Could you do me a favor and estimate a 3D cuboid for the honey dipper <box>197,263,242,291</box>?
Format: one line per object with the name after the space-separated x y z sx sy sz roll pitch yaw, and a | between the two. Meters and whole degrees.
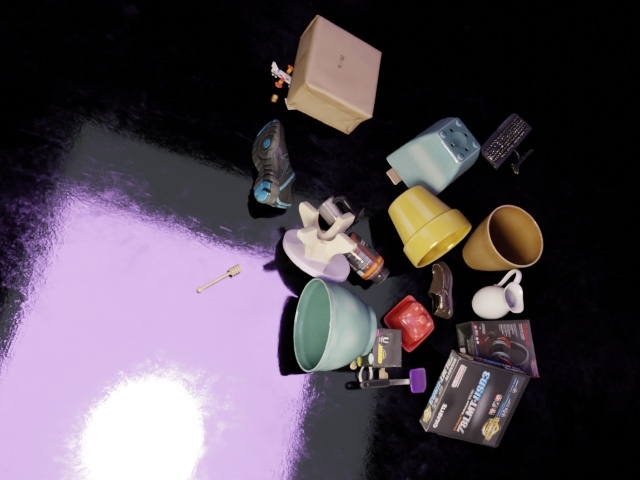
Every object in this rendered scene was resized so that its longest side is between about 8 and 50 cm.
-0.334 0.125 1.714 0.161 0.030 0.030 -28 85 -23 | honey dipper

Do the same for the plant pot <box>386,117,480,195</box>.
0.464 -0.334 2.020 0.248 0.252 0.247 -37 89 -30 | plant pot

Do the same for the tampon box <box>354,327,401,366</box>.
0.190 0.359 1.730 0.101 0.161 0.120 7 73 -16 | tampon box

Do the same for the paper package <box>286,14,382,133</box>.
0.058 -0.627 1.993 0.310 0.168 0.324 20 66 -24 | paper package

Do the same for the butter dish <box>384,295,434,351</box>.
0.338 0.290 1.862 0.160 0.118 0.160 -36 88 -25 | butter dish

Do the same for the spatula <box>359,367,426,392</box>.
0.257 0.489 1.793 0.296 0.030 0.084 4 75 -29 | spatula

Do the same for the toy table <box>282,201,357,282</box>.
0.000 0.000 1.737 0.274 0.161 0.252 33 37 19 | toy table

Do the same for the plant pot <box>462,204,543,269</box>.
0.663 0.020 1.988 0.237 0.254 0.237 7 70 -18 | plant pot

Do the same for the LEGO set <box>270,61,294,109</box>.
-0.088 -0.599 2.014 0.244 0.060 0.182 -12 77 -25 | LEGO set

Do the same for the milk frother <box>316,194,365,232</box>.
0.081 -0.105 1.912 0.134 0.129 0.143 52 21 0 | milk frother

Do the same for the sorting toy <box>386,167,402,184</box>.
0.307 -0.267 2.081 0.083 0.012 0.062 -39 92 -26 | sorting toy

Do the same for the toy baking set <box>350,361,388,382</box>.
0.149 0.385 1.814 0.256 0.030 0.196 34 68 -7 | toy baking set

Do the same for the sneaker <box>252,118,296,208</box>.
-0.161 -0.271 1.871 0.140 0.125 0.340 22 61 -43 | sneaker

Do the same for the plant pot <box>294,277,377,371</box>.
0.058 0.277 1.673 0.196 0.293 0.293 9 71 -22 | plant pot

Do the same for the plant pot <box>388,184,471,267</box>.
0.386 -0.067 1.933 0.254 0.254 0.239 -26 70 -25 | plant pot

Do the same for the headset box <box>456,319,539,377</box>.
0.673 0.412 1.951 0.293 0.110 0.218 2 73 -19 | headset box

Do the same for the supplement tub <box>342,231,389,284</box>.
0.154 0.069 1.868 0.198 0.106 0.106 43 64 -3 | supplement tub

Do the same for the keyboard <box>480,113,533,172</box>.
0.856 -0.422 2.324 0.201 0.033 0.317 46 65 -2 | keyboard

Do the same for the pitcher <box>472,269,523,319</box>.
0.673 0.205 1.963 0.125 0.207 0.177 28 66 -10 | pitcher

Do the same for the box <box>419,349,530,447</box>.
0.534 0.550 1.803 0.293 0.073 0.295 18 101 -17 | box

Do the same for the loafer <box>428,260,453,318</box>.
0.447 0.184 1.955 0.078 0.080 0.220 2 73 -20 | loafer
